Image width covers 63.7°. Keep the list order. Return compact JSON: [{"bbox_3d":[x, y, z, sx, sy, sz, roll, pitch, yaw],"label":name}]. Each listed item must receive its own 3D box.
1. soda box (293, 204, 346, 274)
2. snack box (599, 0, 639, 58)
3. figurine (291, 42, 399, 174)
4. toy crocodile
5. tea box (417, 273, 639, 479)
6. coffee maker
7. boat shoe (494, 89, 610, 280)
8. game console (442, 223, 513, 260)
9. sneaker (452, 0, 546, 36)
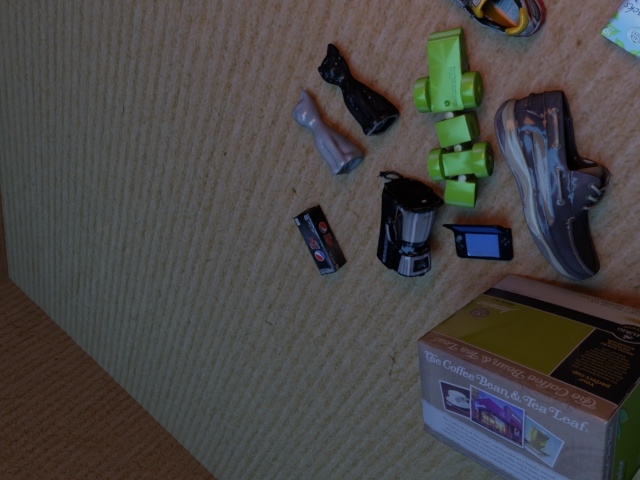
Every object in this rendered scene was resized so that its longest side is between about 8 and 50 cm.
[{"bbox_3d":[0.000,0.000,1.314,0.053,0.060,0.169,-16,104,40],"label":"soda box"},{"bbox_3d":[0.503,-0.344,0.754,0.100,0.037,0.141,40,131,12],"label":"snack box"},{"bbox_3d":[0.034,-0.278,1.120,0.209,0.092,0.215,53,135,10],"label":"figurine"},{"bbox_3d":[0.258,-0.220,0.976,0.115,0.105,0.341,-3,109,34],"label":"toy crocodile"},{"bbox_3d":[0.403,0.251,0.925,0.329,0.323,0.220,18,122,48],"label":"tea box"},{"bbox_3d":[0.186,-0.036,1.123,0.120,0.171,0.178,-1,126,-4],"label":"coffee maker"},{"bbox_3d":[0.425,-0.092,0.896,0.130,0.132,0.356,-18,105,42],"label":"boat shoe"},{"bbox_3d":[0.325,0.003,1.066,0.122,0.071,0.107,4,117,36],"label":"game console"},{"bbox_3d":[0.266,-0.416,0.852,0.225,0.092,0.088,38,132,14],"label":"sneaker"}]
